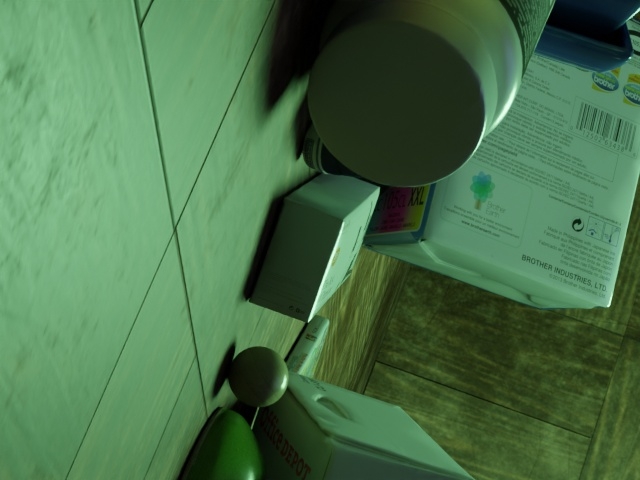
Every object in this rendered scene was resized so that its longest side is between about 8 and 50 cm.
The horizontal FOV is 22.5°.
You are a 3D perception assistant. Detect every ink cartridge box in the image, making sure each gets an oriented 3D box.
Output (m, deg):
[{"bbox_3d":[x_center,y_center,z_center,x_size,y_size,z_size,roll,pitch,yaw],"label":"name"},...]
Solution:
[{"bbox_3d":[-0.011,0.355,1.606,0.279,0.160,0.385,-145,-108,-73],"label":"ink cartridge box"},{"bbox_3d":[0.229,-0.145,1.818,0.151,0.270,0.395,-1,-109,60],"label":"ink cartridge box"}]

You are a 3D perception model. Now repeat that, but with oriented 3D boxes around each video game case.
[{"bbox_3d":[-0.050,0.225,1.865,0.206,0.026,0.227,-58,166,-64],"label":"video game case"}]

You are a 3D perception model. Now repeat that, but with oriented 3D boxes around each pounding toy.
[{"bbox_3d":[-0.059,0.226,1.421,0.183,0.110,0.237,87,23,-74],"label":"pounding toy"}]

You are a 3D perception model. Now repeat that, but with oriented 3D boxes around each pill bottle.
[{"bbox_3d":[0.091,-0.168,1.287,0.283,0.161,0.161,-61,168,-56],"label":"pill bottle"}]

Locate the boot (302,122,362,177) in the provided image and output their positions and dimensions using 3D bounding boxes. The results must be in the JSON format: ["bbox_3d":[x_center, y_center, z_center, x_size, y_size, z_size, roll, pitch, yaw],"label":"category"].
[{"bbox_3d":[0.069,-0.110,1.410,0.190,0.086,0.069,-49,146,-38],"label":"boot"}]

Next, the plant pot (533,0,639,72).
[{"bbox_3d":[0.221,-0.303,1.544,0.236,0.236,0.212,-81,-171,-63],"label":"plant pot"}]

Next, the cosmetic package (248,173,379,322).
[{"bbox_3d":[0.000,0.000,1.468,0.239,0.060,0.099,-43,151,-77],"label":"cosmetic package"}]

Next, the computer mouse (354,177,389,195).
[{"bbox_3d":[0.079,-0.151,1.687,0.184,0.060,0.262,85,24,-77],"label":"computer mouse"}]
